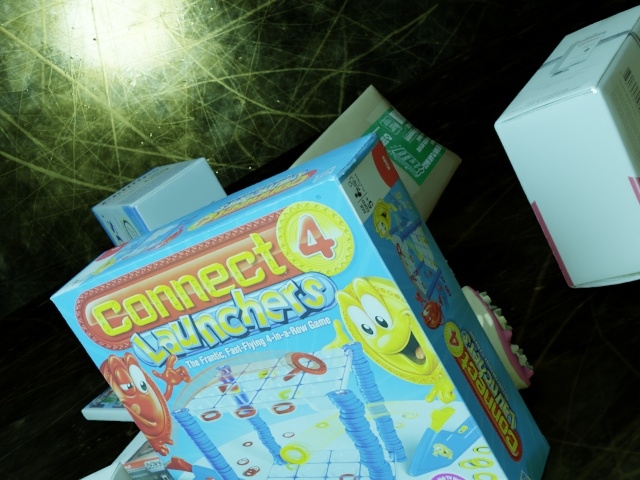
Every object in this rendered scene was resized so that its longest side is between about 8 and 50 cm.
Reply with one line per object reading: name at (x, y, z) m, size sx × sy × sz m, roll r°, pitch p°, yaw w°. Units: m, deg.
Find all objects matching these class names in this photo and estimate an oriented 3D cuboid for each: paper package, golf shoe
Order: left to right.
paper package at (0.000, 0.000, 1.164) m, size 0.309 × 0.168 × 0.325 m, roll -49°, pitch 1°, yaw 32°
golf shoe at (0.102, 0.095, 0.955) m, size 0.140 × 0.115 × 0.306 m, roll -34°, pitch 13°, yaw -1°

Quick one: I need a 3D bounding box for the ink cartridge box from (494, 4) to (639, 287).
ink cartridge box at (0.323, -0.111, 1.011) m, size 0.117 × 0.207 × 0.283 m, roll -17°, pitch 19°, yaw 38°

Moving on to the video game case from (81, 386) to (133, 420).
video game case at (-0.254, 0.215, 1.429) m, size 0.201 × 0.023 × 0.183 m, roll -11°, pitch 24°, yaw 50°

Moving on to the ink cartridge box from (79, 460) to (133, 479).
ink cartridge box at (-0.238, 0.305, 0.951) m, size 0.143 × 0.092 × 0.090 m, roll -26°, pitch 14°, yaw 10°

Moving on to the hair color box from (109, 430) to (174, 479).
hair color box at (-0.170, 0.236, 1.130) m, size 0.093 × 0.053 × 0.167 m, roll -20°, pitch 19°, yaw 33°

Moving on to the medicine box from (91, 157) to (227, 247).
medicine box at (-0.231, 0.015, 1.568) m, size 0.149 × 0.263 × 0.289 m, roll -36°, pitch 15°, yaw -21°

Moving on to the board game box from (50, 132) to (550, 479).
board game box at (-0.020, 0.108, 0.762) m, size 0.308 × 0.302 × 0.086 m, roll -22°, pitch 17°, yaw 32°
